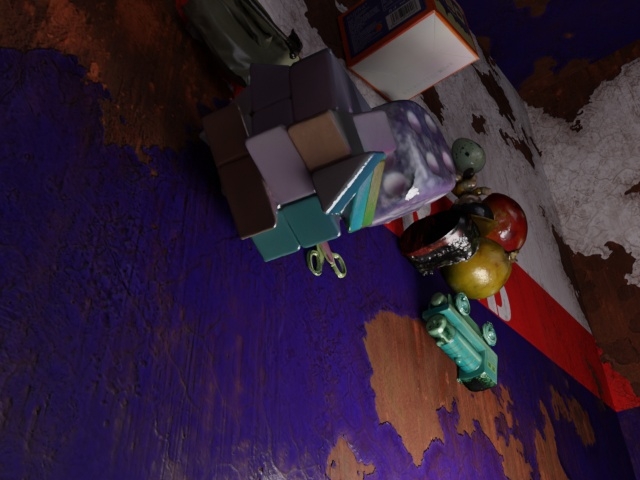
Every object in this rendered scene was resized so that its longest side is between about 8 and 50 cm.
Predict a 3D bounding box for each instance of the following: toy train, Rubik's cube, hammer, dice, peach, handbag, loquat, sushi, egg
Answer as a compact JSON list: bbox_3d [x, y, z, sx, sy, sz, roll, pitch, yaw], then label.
[{"bbox_3d":[0.405,0.284,1.875,0.298,0.120,0.194,45,40,-28],"label":"toy train"},{"bbox_3d":[-0.027,-0.164,1.342,0.387,0.359,0.367,41,37,-51],"label":"Rubik's cube"},{"bbox_3d":[-0.154,-0.562,1.569,0.297,0.027,0.125,42,29,-20],"label":"hammer"},{"bbox_3d":[0.186,-0.203,1.758,0.271,0.270,0.270,-13,78,-58],"label":"dice"},{"bbox_3d":[0.670,-0.055,2.423,0.200,0.243,0.243,-13,74,-16],"label":"peach"},{"bbox_3d":[-0.186,-0.486,1.575,0.253,0.109,0.316,54,32,-6],"label":"handbag"},{"bbox_3d":[0.513,0.079,2.066,0.213,0.246,0.213,34,45,-42],"label":"loquat"},{"bbox_3d":[0.349,0.001,1.894,0.126,0.225,0.136,39,37,-37],"label":"sushi"},{"bbox_3d":[0.593,-0.344,2.632,0.164,0.131,0.131,56,29,13],"label":"egg"}]

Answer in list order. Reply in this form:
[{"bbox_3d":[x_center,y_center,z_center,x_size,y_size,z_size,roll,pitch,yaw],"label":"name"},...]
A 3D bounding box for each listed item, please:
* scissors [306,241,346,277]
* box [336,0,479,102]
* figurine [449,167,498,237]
[{"bbox_3d":[0.000,0.000,1.565,0.134,0.020,0.187,11,60,-49],"label":"scissors"},{"bbox_3d":[0.295,-0.700,2.232,0.319,0.349,0.256,22,50,-47],"label":"box"},{"bbox_3d":[0.522,-0.119,2.306,0.192,0.167,0.256,6,60,-25],"label":"figurine"}]
